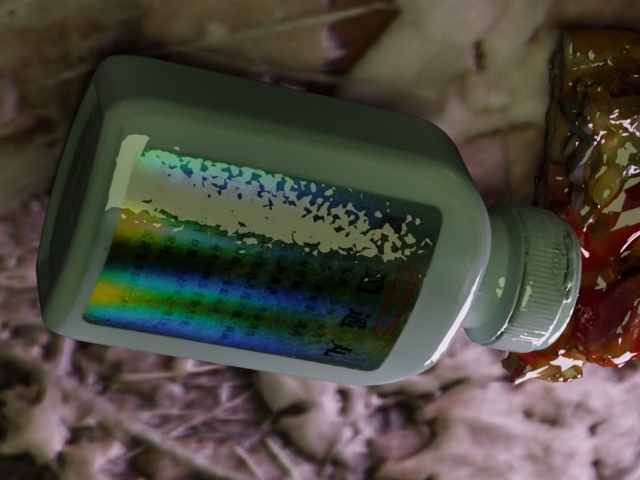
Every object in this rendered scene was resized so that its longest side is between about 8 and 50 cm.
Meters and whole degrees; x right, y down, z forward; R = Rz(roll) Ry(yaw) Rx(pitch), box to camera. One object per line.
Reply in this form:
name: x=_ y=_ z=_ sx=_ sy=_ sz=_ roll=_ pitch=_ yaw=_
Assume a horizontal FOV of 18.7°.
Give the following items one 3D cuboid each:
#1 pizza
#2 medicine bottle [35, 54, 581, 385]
pizza: x=0.163 y=0.004 z=0.930 sx=0.201 sy=0.053 sz=0.193 roll=19 pitch=111 yaw=-27
medicine bottle: x=0.000 y=0.000 z=0.845 sx=0.228 sy=0.083 sz=0.121 roll=11 pitch=119 yaw=-18
